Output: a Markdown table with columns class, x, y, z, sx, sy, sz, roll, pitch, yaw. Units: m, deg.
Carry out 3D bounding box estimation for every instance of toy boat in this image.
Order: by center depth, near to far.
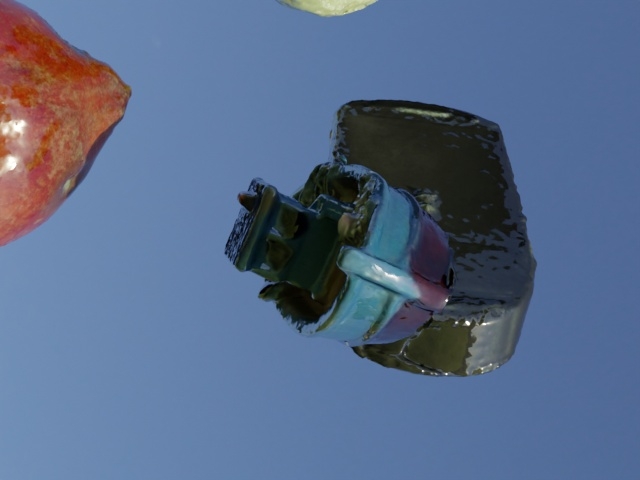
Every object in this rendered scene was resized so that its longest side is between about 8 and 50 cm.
| class | x | y | z | sx | sy | sz | roll | pitch | yaw |
| --- | --- | --- | --- | --- | --- | --- | --- | --- | --- |
| toy boat | 0.000 | 0.000 | 0.669 | 0.100 | 0.097 | 0.223 | -67 | -167 | 0 |

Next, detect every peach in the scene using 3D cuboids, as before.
| class | x | y | z | sx | sy | sz | roll | pitch | yaw |
| --- | --- | --- | --- | --- | --- | --- | --- | --- | --- |
| peach | -0.292 | -0.105 | 1.087 | 0.232 | 0.257 | 0.232 | 171 | -90 | -88 |

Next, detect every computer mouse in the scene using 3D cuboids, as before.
| class | x | y | z | sx | sy | sz | roll | pitch | yaw |
| --- | --- | --- | --- | --- | --- | --- | --- | --- | --- |
| computer mouse | 0.081 | 0.000 | 1.030 | 0.087 | 0.168 | 0.295 | 103 | -7 | -45 |

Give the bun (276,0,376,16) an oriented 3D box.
| class | x | y | z | sx | sy | sz | roll | pitch | yaw |
| --- | --- | --- | --- | --- | --- | --- | --- | --- | --- |
| bun | 0.014 | -0.261 | 0.918 | 0.118 | 0.195 | 0.195 | 46 | -49 | 24 |
